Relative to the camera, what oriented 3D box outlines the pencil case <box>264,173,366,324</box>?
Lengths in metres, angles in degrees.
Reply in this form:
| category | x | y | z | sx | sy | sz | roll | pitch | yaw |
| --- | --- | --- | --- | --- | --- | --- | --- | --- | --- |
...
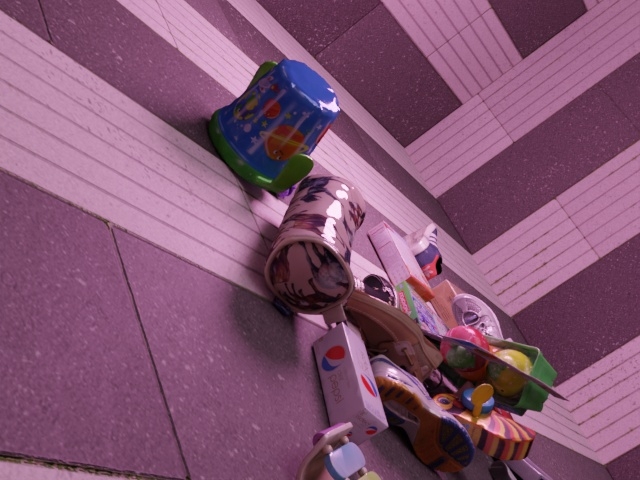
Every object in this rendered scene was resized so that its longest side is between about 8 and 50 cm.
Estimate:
| category | x | y | z | sx | sy | sz | roll | pitch | yaw |
| --- | --- | --- | --- | --- | --- | --- | --- | --- | --- |
| pencil case | 0.000 | 0.000 | 1.613 | 0.410 | 0.160 | 0.183 | -74 | 150 | -66 |

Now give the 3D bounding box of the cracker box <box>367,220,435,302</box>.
| category | x | y | z | sx | sy | sz | roll | pitch | yaw |
| --- | --- | --- | --- | --- | --- | --- | --- | --- | --- |
| cracker box | 0.238 | 0.069 | 2.417 | 0.156 | 0.067 | 0.232 | 39 | 22 | -46 |

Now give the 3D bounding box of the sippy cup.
| category | x | y | z | sx | sy | sz | roll | pitch | yaw |
| --- | --- | --- | --- | --- | --- | --- | --- | --- | --- |
| sippy cup | -0.085 | -0.263 | 1.773 | 0.305 | 0.224 | 0.240 | 52 | 28 | 11 |

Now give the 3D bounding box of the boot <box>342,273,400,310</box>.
| category | x | y | z | sx | sy | sz | roll | pitch | yaw |
| --- | --- | --- | --- | --- | --- | --- | --- | --- | --- |
| boot | 0.099 | 0.117 | 1.852 | 0.179 | 0.085 | 0.236 | 42 | 19 | -30 |

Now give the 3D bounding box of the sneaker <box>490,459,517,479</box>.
| category | x | y | z | sx | sy | sz | roll | pitch | yaw |
| --- | --- | --- | --- | --- | --- | --- | --- | --- | --- |
| sneaker | 0.455 | 0.591 | 1.927 | 0.061 | 0.054 | 0.152 | 46 | 16 | -37 |

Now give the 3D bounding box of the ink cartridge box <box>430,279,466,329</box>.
| category | x | y | z | sx | sy | sz | roll | pitch | yaw |
| --- | --- | --- | --- | --- | --- | --- | --- | --- | --- |
| ink cartridge box | 0.459 | 0.260 | 2.623 | 0.193 | 0.088 | 0.234 | 34 | 24 | -56 |

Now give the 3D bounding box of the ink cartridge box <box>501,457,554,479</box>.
| category | x | y | z | sx | sy | sz | roll | pitch | yaw |
| --- | --- | --- | --- | --- | --- | --- | --- | --- | --- |
| ink cartridge box | 0.522 | 0.581 | 2.118 | 0.223 | 0.045 | 0.224 | 39 | 1 | -43 |

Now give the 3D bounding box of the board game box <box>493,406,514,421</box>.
| category | x | y | z | sx | sy | sz | roll | pitch | yaw |
| --- | --- | --- | --- | --- | --- | --- | --- | --- | --- |
| board game box | 0.443 | 0.380 | 2.242 | 0.145 | 0.027 | 0.281 | 41 | 19 | -44 |

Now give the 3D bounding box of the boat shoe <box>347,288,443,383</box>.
| category | x | y | z | sx | sy | sz | roll | pitch | yaw |
| --- | --- | --- | --- | --- | --- | --- | --- | --- | --- |
| boat shoe | 0.146 | 0.214 | 1.680 | 0.122 | 0.110 | 0.341 | 22 | -17 | 45 |

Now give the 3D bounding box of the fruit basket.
| category | x | y | z | sx | sy | sz | roll | pitch | yaw |
| --- | --- | --- | --- | --- | --- | --- | --- | --- | --- |
| fruit basket | 0.376 | 0.297 | 1.981 | 0.353 | 0.165 | 0.327 | 24 | -8 | -27 |

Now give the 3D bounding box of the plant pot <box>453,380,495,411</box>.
| category | x | y | z | sx | sy | sz | roll | pitch | yaw |
| --- | --- | --- | --- | --- | --- | --- | --- | --- | --- |
| plant pot | 0.351 | 0.416 | 1.916 | 0.109 | 0.096 | 0.109 | 43 | 18 | -32 |

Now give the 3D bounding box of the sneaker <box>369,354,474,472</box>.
| category | x | y | z | sx | sy | sz | roll | pitch | yaw |
| --- | --- | --- | --- | --- | --- | --- | --- | --- | --- |
| sneaker | 0.198 | 0.333 | 1.610 | 0.296 | 0.112 | 0.131 | 48 | 15 | -23 |

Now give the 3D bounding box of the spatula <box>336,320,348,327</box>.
| category | x | y | z | sx | sy | sz | roll | pitch | yaw |
| --- | --- | --- | --- | --- | --- | --- | --- | --- | --- |
| spatula | 0.017 | 0.119 | 1.692 | 0.084 | 0.030 | 0.296 | 37 | 20 | -44 |

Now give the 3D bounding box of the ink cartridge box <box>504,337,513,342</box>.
| category | x | y | z | sx | sy | sz | roll | pitch | yaw |
| --- | --- | --- | --- | --- | --- | --- | --- | --- | --- |
| ink cartridge box | 0.538 | 0.399 | 2.420 | 0.087 | 0.153 | 0.208 | 51 | 16 | -13 |

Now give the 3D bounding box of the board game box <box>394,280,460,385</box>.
| category | x | y | z | sx | sy | sz | roll | pitch | yaw |
| --- | --- | --- | --- | --- | --- | --- | --- | --- | --- |
| board game box | 0.325 | 0.275 | 2.258 | 0.317 | 0.046 | 0.213 | 45 | 16 | -28 |

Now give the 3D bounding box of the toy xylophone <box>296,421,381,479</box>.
| category | x | y | z | sx | sy | sz | roll | pitch | yaw |
| --- | --- | --- | --- | --- | --- | --- | --- | --- | --- |
| toy xylophone | 0.066 | 0.408 | 1.093 | 0.322 | 0.081 | 0.236 | 55 | 15 | 6 |

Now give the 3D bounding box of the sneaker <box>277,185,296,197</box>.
| category | x | y | z | sx | sy | sz | roll | pitch | yaw |
| --- | --- | --- | --- | --- | --- | --- | --- | --- | --- |
| sneaker | -0.086 | -0.144 | 1.955 | 0.071 | 0.068 | 0.170 | 64 | 21 | -15 |

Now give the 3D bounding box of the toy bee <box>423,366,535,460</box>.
| category | x | y | z | sx | sy | sz | roll | pitch | yaw |
| --- | --- | --- | --- | --- | --- | --- | --- | --- | --- |
| toy bee | 0.293 | 0.391 | 1.748 | 0.162 | 0.298 | 0.195 | -13 | 102 | -45 |

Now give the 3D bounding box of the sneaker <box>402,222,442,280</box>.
| category | x | y | z | sx | sy | sz | roll | pitch | yaw |
| --- | --- | --- | --- | --- | --- | --- | --- | --- | --- |
| sneaker | 0.345 | 0.047 | 2.718 | 0.148 | 0.131 | 0.350 | 59 | 20 | -5 |

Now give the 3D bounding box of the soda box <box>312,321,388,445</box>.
| category | x | y | z | sx | sy | sz | roll | pitch | yaw |
| --- | --- | --- | --- | --- | --- | --- | --- | --- | --- |
| soda box | 0.048 | 0.246 | 1.418 | 0.069 | 0.074 | 0.216 | 44 | 18 | -32 |

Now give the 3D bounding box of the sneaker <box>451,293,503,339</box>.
| category | x | y | z | sx | sy | sz | roll | pitch | yaw |
| --- | --- | --- | --- | --- | --- | --- | --- | --- | --- |
| sneaker | 0.457 | 0.267 | 2.277 | 0.281 | 0.105 | 0.115 | 58 | 15 | 18 |
